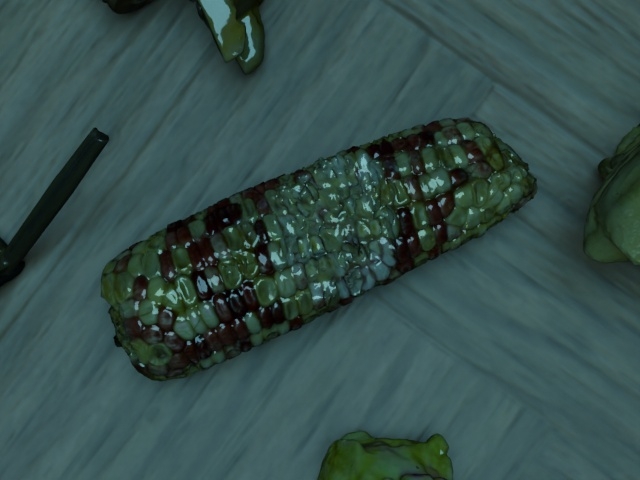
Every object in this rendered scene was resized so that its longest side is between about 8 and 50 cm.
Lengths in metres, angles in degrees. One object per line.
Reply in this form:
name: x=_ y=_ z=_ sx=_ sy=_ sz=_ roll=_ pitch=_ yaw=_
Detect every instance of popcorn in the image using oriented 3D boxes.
popcorn: x=0.044 y=0.172 z=1.036 sx=0.109 sy=0.089 sz=0.097 roll=36 pitch=120 yaw=12

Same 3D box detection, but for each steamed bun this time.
steamed bun: x=0.247 y=-0.044 z=1.012 sx=0.106 sy=0.177 sz=0.192 roll=43 pitch=90 yaw=1

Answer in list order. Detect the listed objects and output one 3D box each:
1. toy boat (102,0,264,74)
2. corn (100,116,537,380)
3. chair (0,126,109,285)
toy boat: x=-0.137 y=-0.239 z=1.076 sx=0.115 sy=0.089 sz=0.310 roll=-40 pitch=86 yaw=3
corn: x=0.000 y=0.000 z=1.047 sx=0.290 sy=0.098 sz=0.098 roll=-23 pitch=84 yaw=-3
chair: x=-0.288 y=-0.017 z=1.025 sx=0.188 sy=0.166 sz=0.272 roll=47 pitch=128 yaw=4
